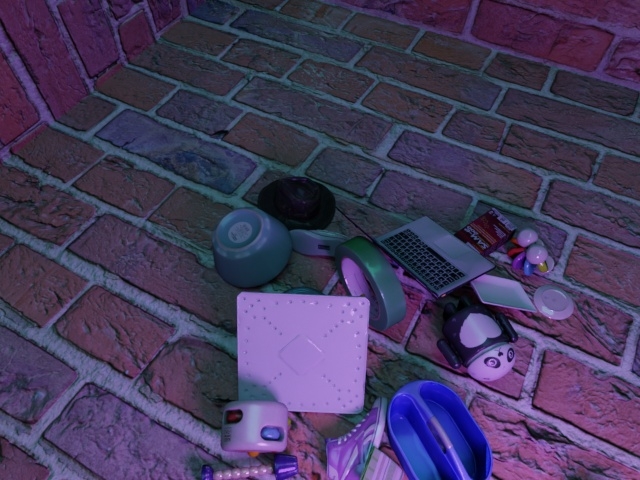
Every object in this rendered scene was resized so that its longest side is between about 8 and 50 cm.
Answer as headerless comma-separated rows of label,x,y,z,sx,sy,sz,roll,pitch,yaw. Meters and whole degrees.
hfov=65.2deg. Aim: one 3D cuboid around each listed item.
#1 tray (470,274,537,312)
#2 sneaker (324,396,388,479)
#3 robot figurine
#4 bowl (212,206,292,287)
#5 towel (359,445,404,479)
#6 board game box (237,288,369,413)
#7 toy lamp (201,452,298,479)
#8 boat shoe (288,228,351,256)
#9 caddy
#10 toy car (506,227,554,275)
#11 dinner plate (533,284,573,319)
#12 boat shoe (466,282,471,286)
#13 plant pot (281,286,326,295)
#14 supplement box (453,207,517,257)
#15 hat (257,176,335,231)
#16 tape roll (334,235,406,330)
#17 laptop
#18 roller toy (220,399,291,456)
tray,0.627,0.186,1.752,0.270,0.030,0.145,12,38,-27
sneaker,0.102,0.582,1.494,0.161,0.102,0.282,16,56,15
robot figurine,0.509,0.319,1.634,0.209,0.173,0.278,-44,54,23
bowl,-0.273,-0.002,1.840,0.311,0.163,0.312,-6,57,10
towel,0.173,0.670,1.416,0.023,0.152,0.113,-16,35,46
board game box,-0.055,0.340,1.531,0.389,0.390,0.050,2,16,2
toy lamp,-0.201,0.666,1.444,0.274,0.080,0.080,-6,54,-5
boat shoe,0.000,0.000,1.923,0.267,0.096,0.088,5,23,20
caddy,0.336,0.576,1.448,0.241,0.179,0.341,-22,57,-14
toy car,0.771,0.052,1.863,0.136,0.159,0.182,-31,53,21
dinner plate,0.843,0.219,1.806,0.141,0.017,0.141,-1,53,1
boat shoe,0.439,0.101,1.844,0.302,0.091,0.114,17,40,17
plant pot,-0.060,0.265,1.654,0.290,0.195,0.290,0,51,0
supplement box,0.627,-0.014,1.939,0.239,0.073,0.130,-32,60,-20
hat,-0.099,-0.178,2.023,0.331,0.134,0.332,0,55,0
tape roll,0.161,0.143,1.672,0.077,0.321,0.321,-26,58,-16
laptop,0.326,-0.009,1.715,0.407,0.237,0.382,-23,41,-19
roller toy,-0.194,0.549,1.453,0.209,0.191,0.146,1,64,0
